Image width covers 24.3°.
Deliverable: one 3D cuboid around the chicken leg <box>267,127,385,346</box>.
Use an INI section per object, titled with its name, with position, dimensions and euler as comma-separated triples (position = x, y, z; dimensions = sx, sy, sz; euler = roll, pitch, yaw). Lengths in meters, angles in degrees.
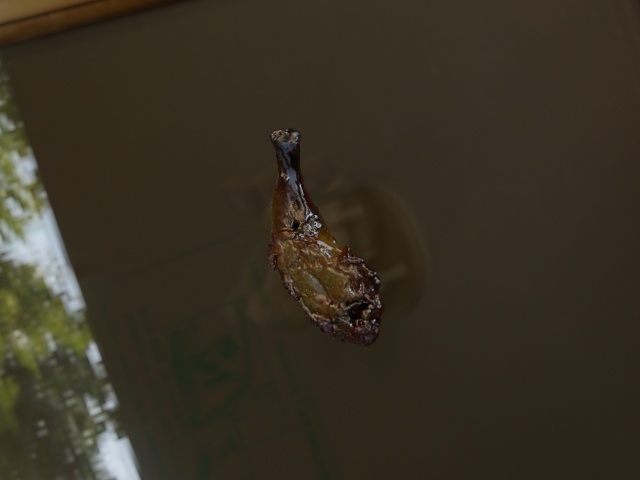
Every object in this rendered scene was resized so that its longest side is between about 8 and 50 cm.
[chicken leg]
position = -0.003, 0.002, 0.923
dimensions = 0.062, 0.037, 0.145
euler = -29, -87, 38
